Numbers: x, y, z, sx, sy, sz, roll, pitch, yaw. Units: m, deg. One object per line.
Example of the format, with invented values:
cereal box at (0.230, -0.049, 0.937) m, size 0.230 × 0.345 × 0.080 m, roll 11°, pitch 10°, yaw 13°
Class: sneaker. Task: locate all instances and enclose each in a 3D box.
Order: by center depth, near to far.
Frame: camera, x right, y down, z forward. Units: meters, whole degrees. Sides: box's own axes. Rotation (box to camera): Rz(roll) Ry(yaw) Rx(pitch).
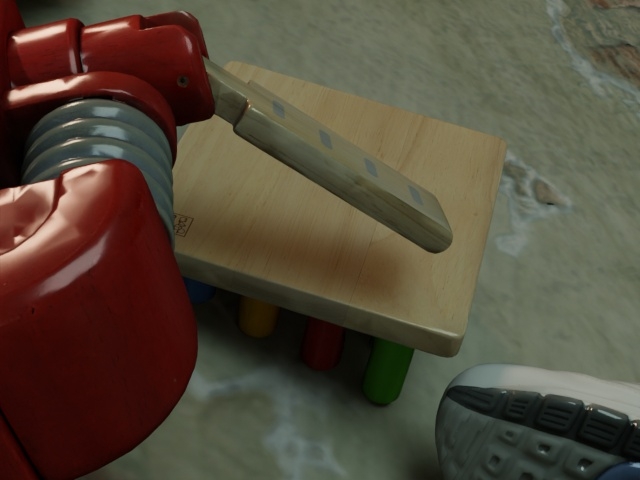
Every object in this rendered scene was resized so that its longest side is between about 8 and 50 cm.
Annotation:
sneaker at (0.183, 0.125, 0.598) m, size 0.297 × 0.111 × 0.129 m, roll 23°, pitch 26°, yaw -18°

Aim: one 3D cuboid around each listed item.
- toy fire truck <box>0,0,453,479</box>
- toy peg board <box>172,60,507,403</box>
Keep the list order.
toy fire truck at (-0.072, -0.008, 0.456) m, size 0.246 × 0.158 × 0.217 m, roll -13°, pitch 42°, yaw 1°
toy peg board at (0.000, 0.000, 0.618) m, size 0.160 × 0.079 × 0.161 m, roll 17°, pitch 41°, yaw 4°
